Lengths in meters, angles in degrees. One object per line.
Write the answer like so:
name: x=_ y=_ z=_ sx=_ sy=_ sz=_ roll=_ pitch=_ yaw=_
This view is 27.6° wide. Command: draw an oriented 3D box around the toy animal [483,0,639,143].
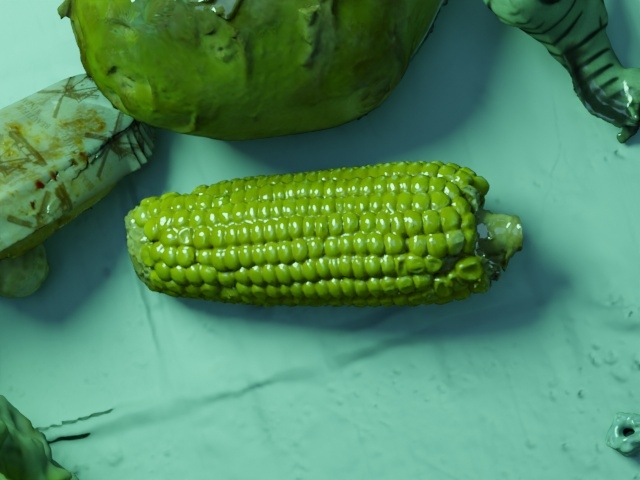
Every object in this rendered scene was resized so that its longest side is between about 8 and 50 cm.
toy animal: x=0.189 y=-0.185 z=1.037 sx=0.073 sy=0.217 sz=0.176 roll=-25 pitch=59 yaw=42

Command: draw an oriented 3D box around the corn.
corn: x=0.000 y=0.000 z=1.044 sx=0.322 sy=0.119 sz=0.119 roll=-5 pitch=82 yaw=11

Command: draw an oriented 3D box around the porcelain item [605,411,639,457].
porcelain item: x=0.266 y=0.147 z=1.035 sx=0.083 sy=0.028 sz=0.036 roll=-22 pitch=64 yaw=6

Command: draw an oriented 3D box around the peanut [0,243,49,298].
peanut: x=-0.301 y=-0.018 z=1.105 sx=0.080 sy=0.080 sz=0.174 roll=-44 pitch=76 yaw=1

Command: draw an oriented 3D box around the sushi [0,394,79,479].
sushi: x=-0.308 y=0.269 z=0.967 sx=0.294 sy=0.299 sz=0.281 roll=-39 pitch=52 yaw=-1

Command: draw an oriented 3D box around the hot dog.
hot dog: x=-0.242 y=-0.059 z=1.061 sx=0.253 sy=0.069 sz=0.131 roll=-34 pitch=65 yaw=-29

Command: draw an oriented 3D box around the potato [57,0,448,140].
potato: x=-0.053 y=-0.190 z=1.002 sx=0.300 sy=0.196 sz=0.246 roll=-12 pitch=101 yaw=17
